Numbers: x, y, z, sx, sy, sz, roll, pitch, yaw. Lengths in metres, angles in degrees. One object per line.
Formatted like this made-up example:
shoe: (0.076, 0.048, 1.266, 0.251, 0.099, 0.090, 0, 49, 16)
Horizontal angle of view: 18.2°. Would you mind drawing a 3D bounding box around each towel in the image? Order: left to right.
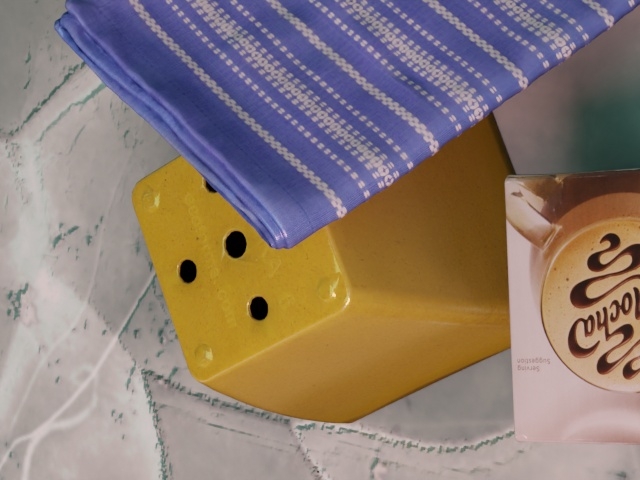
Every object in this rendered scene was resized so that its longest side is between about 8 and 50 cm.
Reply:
towel: (0.028, -0.157, 1.260, 0.243, 0.336, 0.040, 44, 160, 29)

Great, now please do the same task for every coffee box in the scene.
coffee box: (0.266, 0.036, 1.178, 0.297, 0.119, 0.168, -2, 89, 37)

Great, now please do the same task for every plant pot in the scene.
plant pot: (0.000, 0.000, 1.337, 0.212, 0.187, 0.212, -29, 74, 35)
